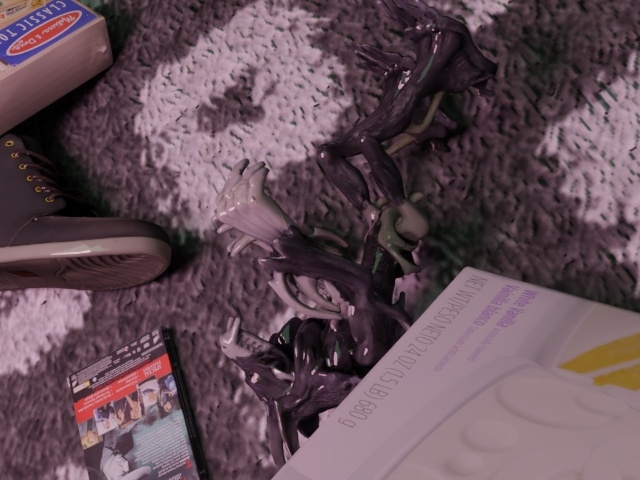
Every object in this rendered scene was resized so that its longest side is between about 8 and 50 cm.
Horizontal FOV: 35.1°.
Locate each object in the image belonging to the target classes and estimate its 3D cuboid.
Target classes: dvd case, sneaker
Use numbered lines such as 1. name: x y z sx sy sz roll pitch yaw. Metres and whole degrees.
1. dvd case: -0.129 0.130 0.702 0.087 0.013 0.119 -29 59 16
2. sneaker: -0.202 -0.028 0.759 0.222 0.083 0.118 -2 70 28

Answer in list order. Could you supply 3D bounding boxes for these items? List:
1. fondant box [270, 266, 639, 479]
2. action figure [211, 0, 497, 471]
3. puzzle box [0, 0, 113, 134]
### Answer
1. fondant box: 0.153 0.144 0.423 0.330 0.096 0.238 17 40 31
2. action figure: 0.000 0.000 0.599 0.141 0.164 0.276 25 76 -11
3. puzzle box: -0.402 -0.114 0.774 0.272 0.052 0.409 34 57 24
